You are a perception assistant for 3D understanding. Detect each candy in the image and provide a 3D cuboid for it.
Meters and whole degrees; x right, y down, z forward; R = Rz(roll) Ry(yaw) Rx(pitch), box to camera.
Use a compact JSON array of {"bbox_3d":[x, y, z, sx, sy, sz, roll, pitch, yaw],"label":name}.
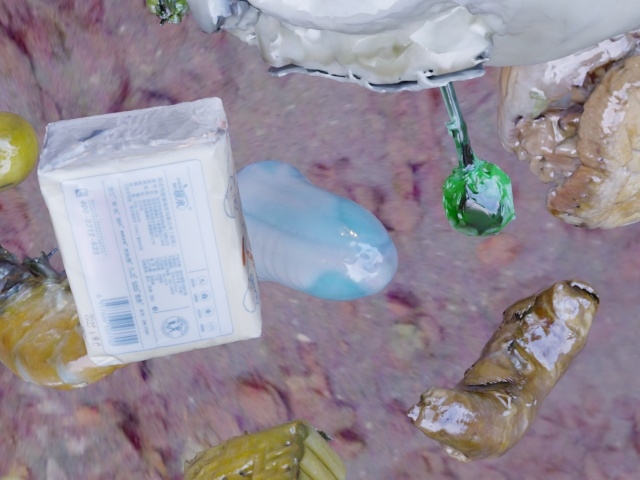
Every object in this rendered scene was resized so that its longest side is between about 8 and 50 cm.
[{"bbox_3d":[0.167,-0.144,1.621,0.097,0.097,0.323,-26,121,-9],"label":"candy"}]

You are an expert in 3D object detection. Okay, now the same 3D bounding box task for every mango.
[{"bbox_3d":[-0.453,-0.118,1.768,0.137,0.195,0.098,-32,115,-20],"label":"mango"}]

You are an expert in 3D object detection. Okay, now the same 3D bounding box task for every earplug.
[{"bbox_3d":[0.000,0.000,1.850,0.185,0.324,0.185,-8,105,-31],"label":"earplug"}]

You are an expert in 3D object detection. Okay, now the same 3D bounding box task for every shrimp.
[{"bbox_3d":[-0.259,0.021,1.394,0.272,0.445,0.085,-45,122,-21],"label":"shrimp"}]

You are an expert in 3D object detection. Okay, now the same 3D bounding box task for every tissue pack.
[{"bbox_3d":[-0.133,-0.007,1.061,0.148,0.092,0.196,-9,126,-2],"label":"tissue pack"}]

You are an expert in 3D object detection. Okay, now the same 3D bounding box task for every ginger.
[{"bbox_3d":[0.211,0.157,1.495,0.107,0.133,0.309,35,51,17],"label":"ginger"}]

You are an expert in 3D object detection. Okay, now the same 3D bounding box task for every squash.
[{"bbox_3d":[-0.185,-0.329,1.726,0.071,0.318,0.080,44,98,-9],"label":"squash"}]

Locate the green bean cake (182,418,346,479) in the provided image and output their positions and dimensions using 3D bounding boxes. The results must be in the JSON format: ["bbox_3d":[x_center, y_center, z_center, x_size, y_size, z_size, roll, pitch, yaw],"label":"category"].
[{"bbox_3d":[-0.083,0.355,1.708,0.224,0.230,0.131,-23,125,24],"label":"green bean cake"}]

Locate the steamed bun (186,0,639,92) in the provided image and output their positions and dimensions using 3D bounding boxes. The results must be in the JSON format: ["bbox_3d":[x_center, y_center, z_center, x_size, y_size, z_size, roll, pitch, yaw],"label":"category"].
[{"bbox_3d":[0.100,-0.244,0.683,0.394,0.237,0.346,-47,61,20],"label":"steamed bun"}]

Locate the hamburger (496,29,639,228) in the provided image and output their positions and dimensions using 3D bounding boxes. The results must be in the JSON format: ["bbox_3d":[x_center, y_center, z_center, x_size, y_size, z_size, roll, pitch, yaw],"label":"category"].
[{"bbox_3d":[0.252,-0.122,0.979,0.243,0.286,0.146,-43,66,32],"label":"hamburger"}]
